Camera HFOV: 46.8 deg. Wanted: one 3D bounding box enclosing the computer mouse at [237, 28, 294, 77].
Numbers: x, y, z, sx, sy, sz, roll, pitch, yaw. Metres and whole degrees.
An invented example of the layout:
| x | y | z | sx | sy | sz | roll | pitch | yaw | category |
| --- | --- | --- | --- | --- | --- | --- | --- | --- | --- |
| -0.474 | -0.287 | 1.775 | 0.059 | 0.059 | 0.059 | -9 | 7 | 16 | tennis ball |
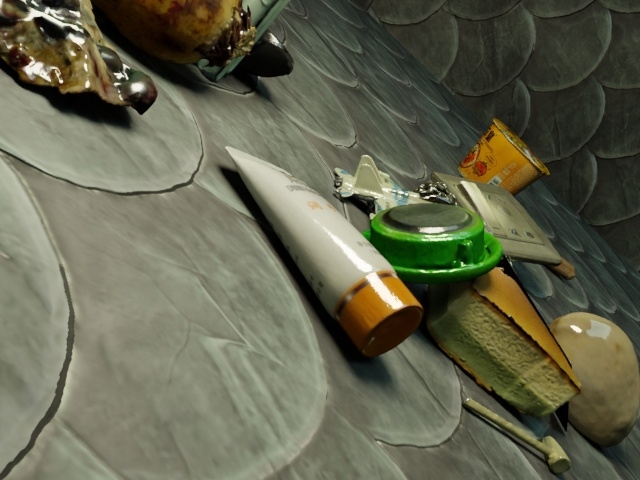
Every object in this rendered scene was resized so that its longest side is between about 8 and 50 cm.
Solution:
| x | y | z | sx | sy | sz | roll | pitch | yaw | category |
| --- | --- | --- | --- | --- | --- | --- | --- | --- | --- |
| -0.132 | -0.334 | 1.248 | 0.217 | 0.073 | 0.122 | 45 | -2 | 33 | computer mouse |

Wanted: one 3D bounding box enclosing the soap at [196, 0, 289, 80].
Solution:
| x | y | z | sx | sy | sz | roll | pitch | yaw | category |
| --- | --- | --- | --- | --- | --- | --- | --- | --- | --- |
| -0.127 | -0.376 | 1.098 | 0.150 | 0.261 | 0.094 | 45 | 30 | -4 | soap |

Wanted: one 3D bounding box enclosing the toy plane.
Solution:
| x | y | z | sx | sy | sz | roll | pitch | yaw | category |
| --- | --- | --- | --- | --- | --- | --- | --- | --- | --- |
| 0.143 | -0.054 | 1.216 | 0.262 | 0.088 | 0.192 | 25 | 27 | -10 | toy plane |

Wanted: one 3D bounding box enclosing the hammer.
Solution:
| x | y | z | sx | sy | sz | roll | pitch | yaw | category |
| --- | --- | --- | --- | --- | --- | --- | --- | --- | --- |
| 0.257 | 0.247 | 0.987 | 0.195 | 0.028 | 0.060 | 35 | 18 | -23 | hammer |

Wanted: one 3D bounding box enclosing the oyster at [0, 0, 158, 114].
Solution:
| x | y | z | sx | sy | sz | roll | pitch | yaw | category |
| --- | --- | --- | --- | --- | --- | --- | --- | --- | --- |
| -0.310 | -0.288 | 0.828 | 0.221 | 0.096 | 0.361 | 25 | 31 | -56 | oyster |

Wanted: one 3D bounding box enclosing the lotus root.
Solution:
| x | y | z | sx | sy | sz | roll | pitch | yaw | category |
| --- | --- | --- | --- | --- | --- | --- | --- | --- | --- |
| -0.219 | -0.344 | 0.986 | 0.314 | 0.169 | 0.141 | 34 | -11 | -15 | lotus root |

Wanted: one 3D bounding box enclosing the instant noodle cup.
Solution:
| x | y | z | sx | sy | sz | roll | pitch | yaw | category |
| --- | --- | --- | --- | --- | --- | --- | --- | --- | --- |
| 0.496 | -0.205 | 2.043 | 0.216 | 0.172 | 0.216 | 38 | 22 | -18 | instant noodle cup |

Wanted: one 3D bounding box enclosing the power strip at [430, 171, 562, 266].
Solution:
| x | y | z | sx | sy | sz | roll | pitch | yaw | category |
| --- | --- | --- | --- | --- | --- | --- | --- | --- | --- |
| 0.369 | -0.033 | 1.612 | 0.251 | 0.092 | 0.257 | 14 | 37 | -39 | power strip |

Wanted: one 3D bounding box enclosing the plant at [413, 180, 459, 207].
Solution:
| x | y | z | sx | sy | sz | roll | pitch | yaw | category |
| --- | --- | --- | --- | --- | --- | --- | --- | --- | --- |
| 0.212 | -0.063 | 1.388 | 0.092 | 0.094 | 0.143 | 63 | 12 | 6 | plant |

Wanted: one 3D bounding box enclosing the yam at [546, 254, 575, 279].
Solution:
| x | y | z | sx | sy | sz | roll | pitch | yaw | category |
| --- | --- | --- | --- | --- | --- | --- | --- | --- | --- |
| 0.593 | 0.027 | 1.967 | 0.241 | 0.057 | 0.057 | 38 | 22 | -19 | yam |

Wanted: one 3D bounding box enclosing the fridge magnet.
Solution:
| x | y | z | sx | sy | sz | roll | pitch | yaw | category |
| --- | --- | --- | --- | --- | --- | --- | --- | --- | --- |
| 0.149 | 0.004 | 1.036 | 0.208 | 0.088 | 0.208 | -2 | 20 | 1 | fridge magnet |

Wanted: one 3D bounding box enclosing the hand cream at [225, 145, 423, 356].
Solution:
| x | y | z | sx | sy | sz | roll | pitch | yaw | category |
| --- | --- | --- | --- | --- | --- | --- | --- | --- | --- |
| 0.000 | 0.000 | 0.895 | 0.314 | 0.089 | 0.140 | 49 | 17 | 30 | hand cream |

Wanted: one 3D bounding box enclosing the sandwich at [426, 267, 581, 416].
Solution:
| x | y | z | sx | sy | sz | roll | pitch | yaw | category |
| --- | --- | --- | --- | --- | --- | --- | --- | --- | --- |
| 0.266 | 0.133 | 1.092 | 0.220 | 0.108 | 0.186 | 43 | 22 | -7 | sandwich |

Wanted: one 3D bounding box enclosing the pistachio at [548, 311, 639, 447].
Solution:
| x | y | z | sx | sy | sz | roll | pitch | yaw | category |
| --- | --- | --- | --- | --- | --- | --- | --- | --- | --- |
| 0.444 | 0.226 | 1.219 | 0.138 | 0.153 | 0.238 | -42 | 119 | -60 | pistachio |

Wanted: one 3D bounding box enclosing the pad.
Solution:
| x | y | z | sx | sy | sz | roll | pitch | yaw | category |
| --- | --- | --- | --- | --- | --- | --- | --- | --- | --- |
| 0.347 | 0.159 | 1.197 | 0.265 | 0.009 | 0.159 | -106 | -176 | -52 | pad |
